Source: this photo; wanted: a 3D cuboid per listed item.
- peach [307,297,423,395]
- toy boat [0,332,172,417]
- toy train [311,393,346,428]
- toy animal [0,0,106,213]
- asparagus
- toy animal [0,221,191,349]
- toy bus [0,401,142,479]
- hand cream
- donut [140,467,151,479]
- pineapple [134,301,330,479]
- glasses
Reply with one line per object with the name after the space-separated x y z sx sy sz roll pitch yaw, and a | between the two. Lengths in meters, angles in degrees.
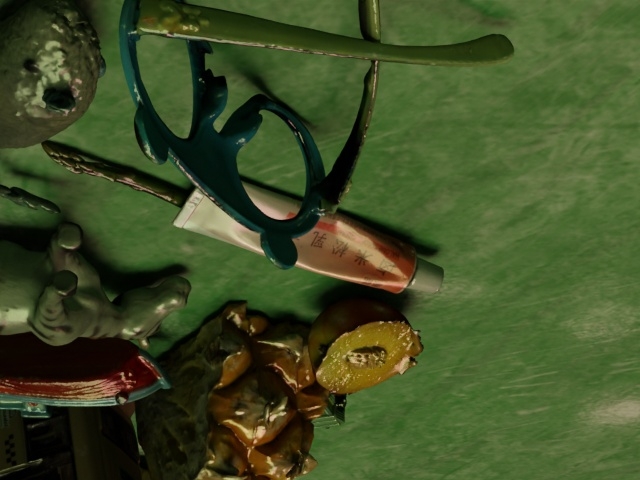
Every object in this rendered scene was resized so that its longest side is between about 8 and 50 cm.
0.033 0.077 1.305 0.098 0.061 0.098 -17 144 -13 | peach
-0.212 0.112 1.355 0.172 0.069 0.059 -2 137 4 | toy boat
-0.023 0.145 1.454 0.093 0.038 0.056 -9 144 16 | toy train
-0.192 -0.073 1.022 0.079 0.070 0.253 34 147 -1 | toy animal
-0.126 -0.037 1.140 0.162 0.016 0.016 21 164 -35 | asparagus
-0.209 0.032 1.186 0.255 0.090 0.170 18 157 -23 | toy animal
-0.225 0.252 1.398 0.157 0.290 0.139 -19 146 9 | toy bus
0.000 -0.002 1.189 0.216 0.052 0.038 18 -172 -27 | hand cream
-0.229 0.302 1.660 0.226 0.114 0.227 1 150 0 | donut
-0.090 0.160 1.373 0.114 0.186 0.236 24 100 -31 | pineapple
-0.003 -0.106 0.978 0.207 0.102 0.239 -36 142 6 | glasses
